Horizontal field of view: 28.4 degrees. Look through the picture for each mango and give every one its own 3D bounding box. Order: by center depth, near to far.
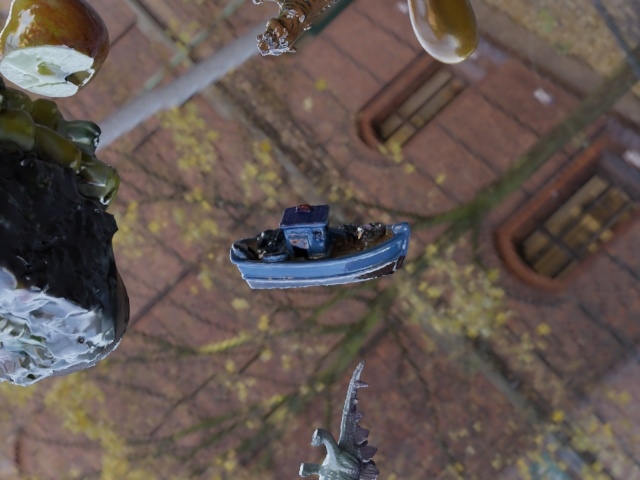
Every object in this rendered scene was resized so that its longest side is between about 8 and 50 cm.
[{"bbox_3d":[0.174,-0.350,1.882,0.085,0.102,0.184,-25,91,48],"label":"mango"}]

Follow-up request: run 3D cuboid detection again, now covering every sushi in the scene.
[{"bbox_3d":[-0.351,-0.025,1.283,0.328,0.328,0.285,26,-125,-36],"label":"sushi"}]

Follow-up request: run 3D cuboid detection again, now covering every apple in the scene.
[{"bbox_3d":[-0.433,-0.326,2.064,0.173,0.160,0.195,24,154,-14],"label":"apple"}]

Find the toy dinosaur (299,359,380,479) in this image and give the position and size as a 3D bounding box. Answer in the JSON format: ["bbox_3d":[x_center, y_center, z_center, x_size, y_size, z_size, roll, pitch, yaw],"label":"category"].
[{"bbox_3d":[0.022,0.224,1.289,0.082,0.209,0.039,18,163,-12],"label":"toy dinosaur"}]

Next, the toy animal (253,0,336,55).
[{"bbox_3d":[-0.011,-0.345,1.742,0.099,0.241,0.057,36,166,38],"label":"toy animal"}]

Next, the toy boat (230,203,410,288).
[{"bbox_3d":[0.000,0.000,1.548,0.100,0.223,0.097,-77,-21,-62],"label":"toy boat"}]
